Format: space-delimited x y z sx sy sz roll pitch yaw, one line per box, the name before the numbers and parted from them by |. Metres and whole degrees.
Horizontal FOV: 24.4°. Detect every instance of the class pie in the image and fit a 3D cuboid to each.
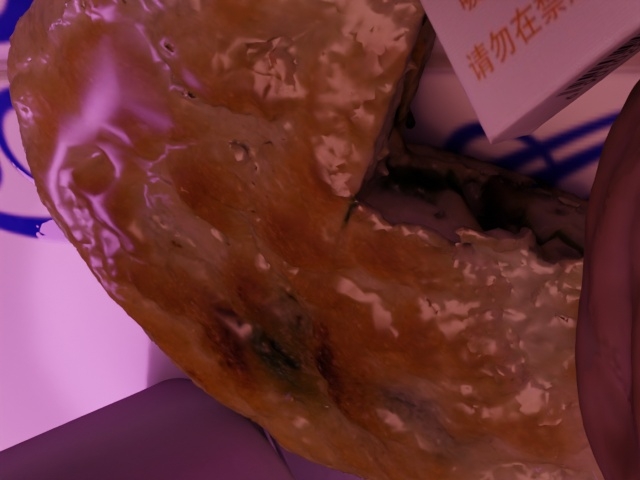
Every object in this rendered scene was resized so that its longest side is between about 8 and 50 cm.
pie | 0.000 0.000 0.654 0.337 0.075 0.338 20 138 19

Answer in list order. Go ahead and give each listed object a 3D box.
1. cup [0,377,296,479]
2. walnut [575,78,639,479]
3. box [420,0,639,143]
cup | -0.168 0.244 0.755 0.253 0.371 0.253 36 136 44
walnut | 0.207 0.034 0.413 0.227 0.273 0.273 36 154 55
box | 0.044 -0.153 0.433 0.122 0.032 0.220 -39 71 50
